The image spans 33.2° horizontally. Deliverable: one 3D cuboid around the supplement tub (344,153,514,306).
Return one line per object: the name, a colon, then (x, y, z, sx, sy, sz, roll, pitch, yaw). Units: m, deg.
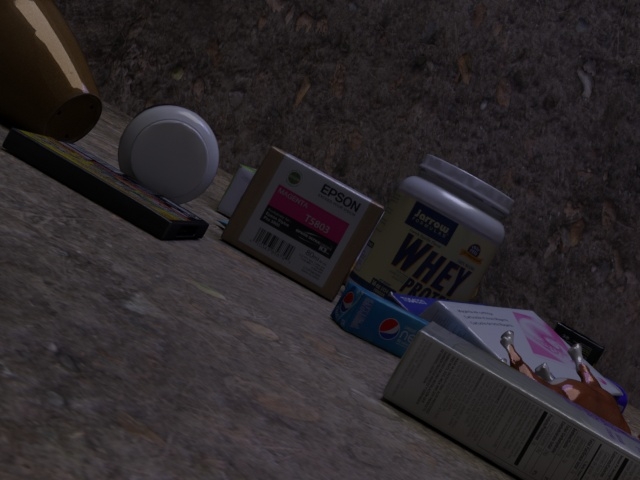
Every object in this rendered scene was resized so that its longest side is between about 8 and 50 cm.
supplement tub: (0.218, 0.017, 2.124, 0.235, 0.325, 0.235, 29, 4, -2)

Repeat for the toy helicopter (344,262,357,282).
toy helicopter: (0.156, 0.101, 2.390, 0.355, 0.140, 0.235, 15, 19, -30)

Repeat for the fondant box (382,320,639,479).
fondant box: (0.249, 0.223, 1.313, 0.330, 0.096, 0.238, 31, 3, 9)

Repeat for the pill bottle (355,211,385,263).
pill bottle: (0.039, -0.046, 2.793, 0.181, 0.182, 0.323, 26, 5, -38)

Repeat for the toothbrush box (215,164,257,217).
toothbrush box: (-0.110, -0.075, 2.503, 0.206, 0.122, 0.283, 29, 4, 1)

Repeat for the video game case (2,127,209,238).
video game case: (-0.319, -0.081, 1.639, 0.274, 0.035, 0.248, 30, 3, 6)

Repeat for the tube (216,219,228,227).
tube: (-0.106, 0.000, 2.133, 0.207, 0.052, 0.080, 21, -4, -30)

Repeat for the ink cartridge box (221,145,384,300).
ink cartridge box: (-0.031, -0.032, 1.923, 0.234, 0.193, 0.088, 29, 3, 3)

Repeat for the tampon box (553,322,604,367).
tampon box: (0.478, 0.256, 2.119, 0.101, 0.161, 0.120, 30, 5, 15)

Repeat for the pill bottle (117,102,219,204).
pill bottle: (-0.272, -0.156, 1.918, 0.176, 0.176, 0.318, 28, 4, -12)

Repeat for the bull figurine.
bull figurine: (0.367, 0.244, 1.594, 0.310, 0.101, 0.188, 19, 34, -45)

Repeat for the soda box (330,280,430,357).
soda box: (0.124, 0.143, 1.691, 0.210, 0.067, 0.071, 28, 4, -23)

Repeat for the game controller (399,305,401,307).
game controller: (0.273, 0.213, 1.882, 0.319, 0.067, 0.166, 28, 4, -11)

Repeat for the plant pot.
plant pot: (-0.504, -0.288, 1.875, 0.254, 0.237, 0.237, 47, 10, 22)

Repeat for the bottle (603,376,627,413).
bottle: (0.602, 0.344, 2.420, 0.118, 0.092, 0.283, 31, 4, 33)

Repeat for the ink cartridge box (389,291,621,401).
ink cartridge box: (0.327, 0.180, 1.876, 0.324, 0.071, 0.330, 9, 31, -50)
